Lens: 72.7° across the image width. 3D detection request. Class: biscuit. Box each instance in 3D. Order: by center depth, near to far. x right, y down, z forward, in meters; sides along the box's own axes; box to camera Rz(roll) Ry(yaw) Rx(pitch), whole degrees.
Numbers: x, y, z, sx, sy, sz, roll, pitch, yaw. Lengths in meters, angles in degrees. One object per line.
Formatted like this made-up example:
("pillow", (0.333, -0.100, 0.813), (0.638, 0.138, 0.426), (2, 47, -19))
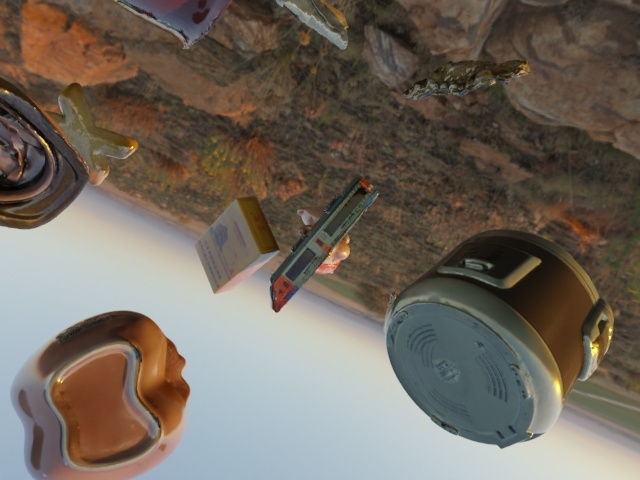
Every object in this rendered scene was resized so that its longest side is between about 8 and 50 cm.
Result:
("biscuit", (-0.582, -0.260, 1.073), (0.208, 0.164, 0.047), (47, 175, -20))

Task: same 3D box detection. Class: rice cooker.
("rice cooker", (0.322, 0.157, 0.801), (0.335, 0.325, 0.336), (26, 130, 36))

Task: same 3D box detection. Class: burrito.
("burrito", (-0.014, -0.557, 1.066), (0.225, 0.087, 0.060), (10, 166, -43))

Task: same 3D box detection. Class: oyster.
("oyster", (0.317, -0.373, 1.015), (0.345, 0.128, 0.079), (16, 137, 55))

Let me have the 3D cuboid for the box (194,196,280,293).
("box", (-0.246, 0.020, 1.244), (0.076, 0.174, 0.274), (-13, 161, -47))

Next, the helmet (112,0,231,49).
("helmet", (-0.250, -0.470, 0.596), (0.230, 0.338, 0.385), (9, -148, -35))

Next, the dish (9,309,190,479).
("dish", (-0.247, 0.186, 0.506), (0.213, 0.214, 0.090), (28, 159, -17))

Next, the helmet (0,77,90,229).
("helmet", (-0.498, -0.149, 0.645), (0.154, 0.198, 0.253), (48, -177, 33))

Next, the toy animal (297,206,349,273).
("toy animal", (0.000, 0.000, 1.316), (0.171, 0.198, 0.171), (6, 174, 1))

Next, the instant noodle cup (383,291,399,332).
("instant noodle cup", (0.303, 0.270, 1.569), (0.122, 0.152, 0.151), (12, 170, 3))

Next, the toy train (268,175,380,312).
("toy train", (-0.010, 0.008, 1.129), (0.089, 0.409, 0.086), (41, 178, -10))
